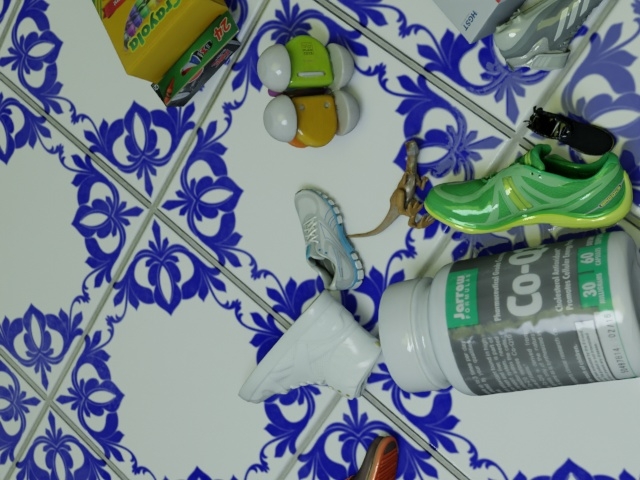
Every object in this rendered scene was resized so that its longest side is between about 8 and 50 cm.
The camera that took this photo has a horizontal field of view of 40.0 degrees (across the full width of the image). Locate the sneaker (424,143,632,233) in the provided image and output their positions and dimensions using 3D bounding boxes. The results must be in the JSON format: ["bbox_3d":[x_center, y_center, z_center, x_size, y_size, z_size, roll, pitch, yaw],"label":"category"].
[{"bbox_3d":[0.298,-0.083,1.285,0.295,0.109,0.123,-4,118,19],"label":"sneaker"}]

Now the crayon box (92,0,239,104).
[{"bbox_3d":[-0.286,-0.421,1.529,0.202,0.081,0.318,-41,63,24],"label":"crayon box"}]

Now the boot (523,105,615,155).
[{"bbox_3d":[0.357,-0.156,1.262,0.121,0.099,0.045,27,105,21],"label":"boot"}]

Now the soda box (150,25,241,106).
[{"bbox_3d":[-0.222,-0.311,1.561,0.169,0.060,0.053,-42,79,25],"label":"soda box"}]

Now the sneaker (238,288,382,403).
[{"bbox_3d":[-0.013,0.229,1.488,0.169,0.108,0.292,41,128,0],"label":"sneaker"}]

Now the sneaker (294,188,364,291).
[{"bbox_3d":[0.000,0.000,1.466,0.071,0.083,0.191,-38,76,40],"label":"sneaker"}]

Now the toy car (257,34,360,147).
[{"bbox_3d":[-0.031,-0.239,1.442,0.136,0.159,0.182,-1,97,64],"label":"toy car"}]

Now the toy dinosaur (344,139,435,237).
[{"bbox_3d":[0.130,-0.058,1.423,0.211,0.064,0.112,-64,37,23],"label":"toy dinosaur"}]

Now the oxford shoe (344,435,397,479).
[{"bbox_3d":[0.051,0.437,1.488,0.098,0.097,0.271,28,107,28],"label":"oxford shoe"}]

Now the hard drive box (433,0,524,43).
[{"bbox_3d":[0.211,-0.436,1.267,0.232,0.089,0.181,52,148,13],"label":"hard drive box"}]

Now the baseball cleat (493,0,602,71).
[{"bbox_3d":[0.357,-0.316,1.272,0.206,0.072,0.109,-26,109,21],"label":"baseball cleat"}]

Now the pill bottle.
[{"bbox_3d":[0.281,0.116,1.272,0.361,0.204,0.204,-13,90,27],"label":"pill bottle"}]
